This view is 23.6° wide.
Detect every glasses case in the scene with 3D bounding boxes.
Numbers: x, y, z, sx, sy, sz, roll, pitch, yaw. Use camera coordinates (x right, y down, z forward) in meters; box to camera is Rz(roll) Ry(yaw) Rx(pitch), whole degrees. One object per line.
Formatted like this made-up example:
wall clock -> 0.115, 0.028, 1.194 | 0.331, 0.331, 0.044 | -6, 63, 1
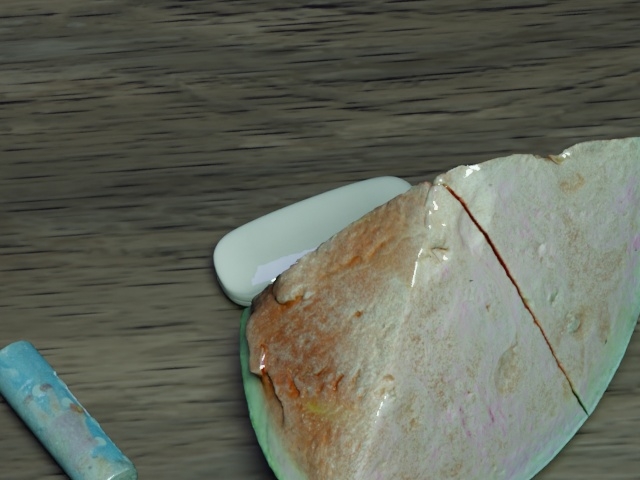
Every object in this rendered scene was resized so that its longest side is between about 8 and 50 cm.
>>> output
glasses case -> 0.000, 0.000, 1.348 | 0.193, 0.049, 0.074 | -20, 58, -10

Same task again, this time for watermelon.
watermelon -> 0.086, 0.053, 1.235 | 0.292, 0.319, 0.222 | -1, 13, -42

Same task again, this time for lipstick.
lipstick -> -0.214, 0.151, 1.267 | 0.048, 0.048, 0.158 | -36, 62, -18
